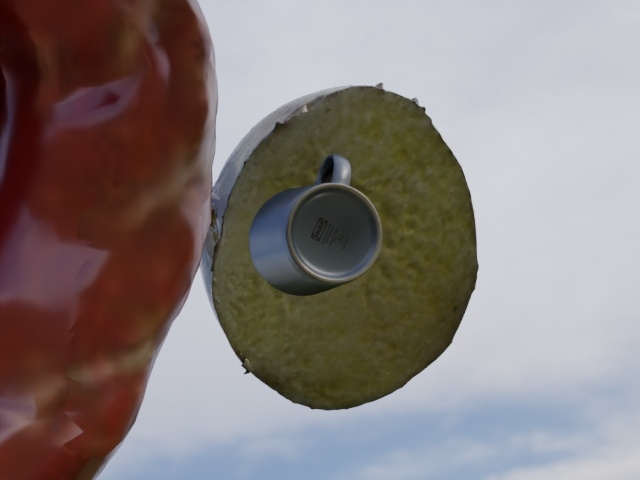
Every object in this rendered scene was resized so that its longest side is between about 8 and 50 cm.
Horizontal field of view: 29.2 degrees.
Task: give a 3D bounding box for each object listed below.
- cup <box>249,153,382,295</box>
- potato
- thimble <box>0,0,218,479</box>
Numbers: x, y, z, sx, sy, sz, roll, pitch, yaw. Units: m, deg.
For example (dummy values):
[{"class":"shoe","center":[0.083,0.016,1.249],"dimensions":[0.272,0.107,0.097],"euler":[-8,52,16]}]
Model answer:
[{"class":"cup","center":[0.001,-0.013,0.841],"dimensions":[0.078,0.100,0.077],"euler":[17,-10,-16]},{"class":"potato","center":[0.000,0.000,1.009],"dimensions":[0.239,0.116,0.299],"euler":[-38,-52,-15]},{"class":"thimble","center":[-0.223,-0.030,0.422],"dimensions":[0.350,0.350,0.230],"euler":[14,-10,-38]}]
